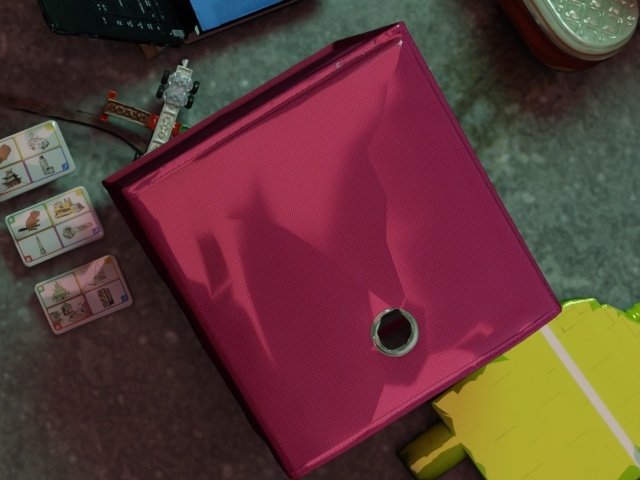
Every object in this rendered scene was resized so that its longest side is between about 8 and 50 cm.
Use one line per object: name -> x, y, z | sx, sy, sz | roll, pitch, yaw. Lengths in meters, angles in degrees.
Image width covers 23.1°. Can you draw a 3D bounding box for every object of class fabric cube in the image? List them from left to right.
fabric cube -> 0.000, 0.000, 1.281 | 0.254, 0.259, 0.258 | -31, 99, -7

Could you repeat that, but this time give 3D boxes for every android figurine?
android figurine -> 0.211, 0.160, 1.410 | 0.273, 0.056, 0.248 | -38, 90, -5

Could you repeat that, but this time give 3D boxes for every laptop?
laptop -> -0.142, -0.299, 1.341 | 0.136, 0.264, 0.234 | -31, 75, 30

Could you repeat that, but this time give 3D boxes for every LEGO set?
LEGO set -> -0.161, -0.047, 1.406 | 0.244, 0.060, 0.182 | -23, 101, -4

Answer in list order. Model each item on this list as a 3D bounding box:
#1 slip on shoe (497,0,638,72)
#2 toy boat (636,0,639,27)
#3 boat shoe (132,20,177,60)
slip on shoe -> 0.170, -0.292, 1.410 | 0.123, 0.101, 0.331 | -24, 76, -18
toy boat -> 0.317, -0.302, 1.330 | 0.148, 0.318, 0.267 | 3, 47, 18
boat shoe -> -0.190, -0.215, 1.398 | 0.135, 0.050, 0.045 | 38, 79, -2
